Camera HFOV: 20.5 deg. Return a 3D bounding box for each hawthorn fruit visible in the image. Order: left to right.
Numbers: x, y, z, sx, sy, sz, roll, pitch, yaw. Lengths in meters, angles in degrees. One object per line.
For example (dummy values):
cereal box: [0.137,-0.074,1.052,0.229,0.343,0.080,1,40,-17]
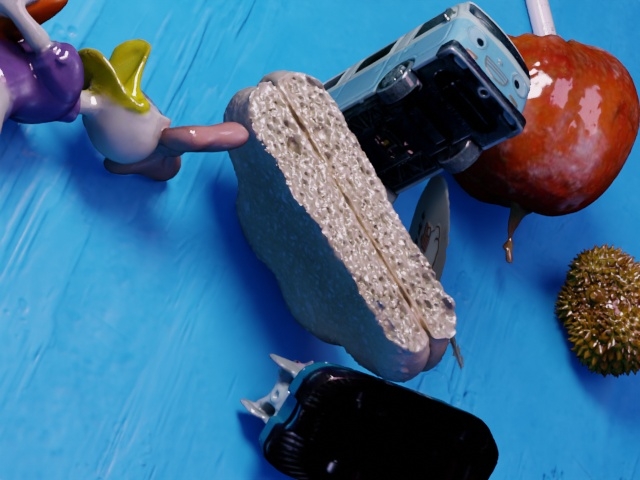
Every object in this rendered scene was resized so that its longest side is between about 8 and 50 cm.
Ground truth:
hawthorn fruit: [0.247,-0.108,2.075,0.242,0.242,0.272,4,90,-43]

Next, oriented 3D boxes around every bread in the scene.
bread: [0.005,-0.003,1.790,0.102,0.183,0.337,-27,83,-27]

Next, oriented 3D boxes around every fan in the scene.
fan: [0.116,0.051,1.847,0.009,0.191,0.329,9,26,-11]

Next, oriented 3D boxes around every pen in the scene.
pen: [0.280,-0.345,2.338,0.033,0.033,0.269,1,71,-44]

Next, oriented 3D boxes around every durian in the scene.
durian: [0.360,0.090,2.153,0.168,0.137,0.158,25,74,-51]

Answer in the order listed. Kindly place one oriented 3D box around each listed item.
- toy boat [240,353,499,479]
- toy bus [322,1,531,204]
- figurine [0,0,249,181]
toy boat: [0.057,0.194,1.830,0.299,0.134,0.092,25,13,-42]
toy bus: [0.099,-0.147,1.901,0.133,0.271,0.165,47,43,-19]
figurine: [-0.269,-0.131,1.621,0.421,0.154,0.193,-1,78,-43]
